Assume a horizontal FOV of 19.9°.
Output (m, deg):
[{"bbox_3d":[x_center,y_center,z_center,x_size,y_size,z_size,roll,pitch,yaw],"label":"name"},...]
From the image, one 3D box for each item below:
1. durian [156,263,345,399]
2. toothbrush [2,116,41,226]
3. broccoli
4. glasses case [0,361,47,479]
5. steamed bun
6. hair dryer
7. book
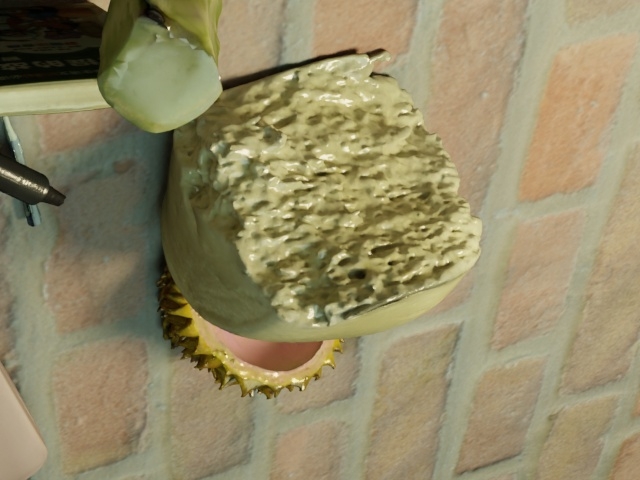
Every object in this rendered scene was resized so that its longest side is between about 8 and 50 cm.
[{"bbox_3d":[-0.067,0.099,2.062,0.305,0.185,0.196,-6,164,-39],"label":"durian"},{"bbox_3d":[-0.288,-0.086,1.746,0.019,0.016,0.219,-25,145,-17],"label":"toothbrush"},{"bbox_3d":[-0.095,-0.213,1.400,0.221,0.361,0.252,-19,146,16],"label":"broccoli"},{"bbox_3d":[-0.381,0.188,1.984,0.113,0.075,0.297,-23,146,-6],"label":"glasses case"},{"bbox_3d":[0.000,0.000,1.827,0.290,0.272,0.273,-4,140,-23],"label":"steamed bun"},{"bbox_3d":[-0.336,-0.066,1.688,0.128,0.070,0.255,-38,142,17],"label":"hair dryer"},{"bbox_3d":[-0.236,-0.152,1.499,0.202,0.264,0.027,-6,111,-25],"label":"book"}]
